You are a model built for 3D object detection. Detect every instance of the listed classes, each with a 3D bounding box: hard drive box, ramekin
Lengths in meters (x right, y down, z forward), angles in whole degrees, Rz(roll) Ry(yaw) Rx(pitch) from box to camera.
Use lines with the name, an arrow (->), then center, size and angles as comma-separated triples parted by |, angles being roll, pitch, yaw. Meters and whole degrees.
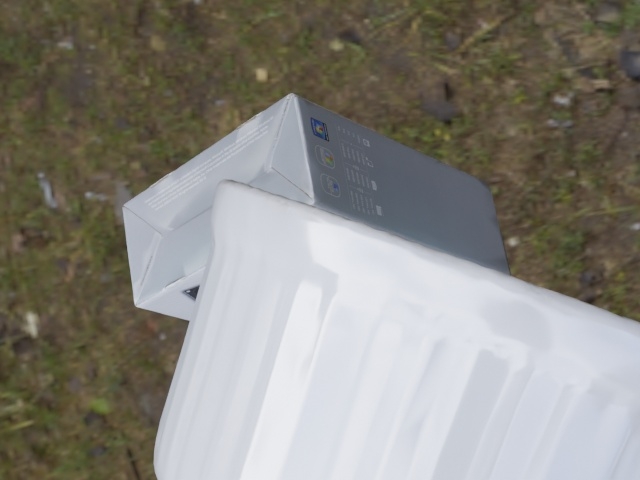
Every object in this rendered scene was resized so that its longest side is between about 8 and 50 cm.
hard drive box -> 0.000, 0.000, 1.049 | 0.181, 0.232, 0.089 | -30, 58, 33
ramekin -> 0.063, 0.083, 0.600 | 0.277, 0.277, 0.135 | 20, 89, 31
